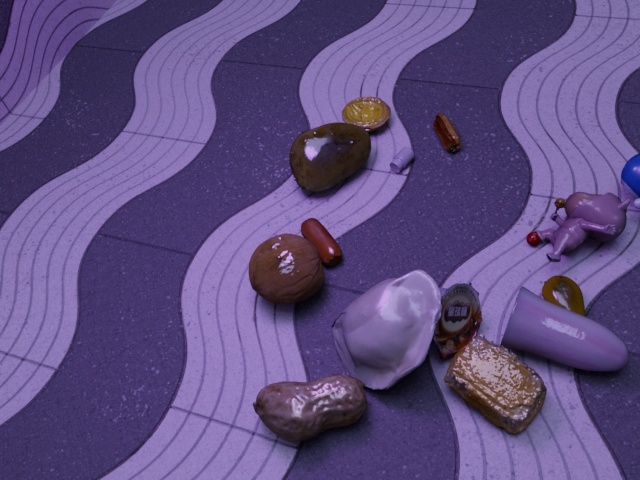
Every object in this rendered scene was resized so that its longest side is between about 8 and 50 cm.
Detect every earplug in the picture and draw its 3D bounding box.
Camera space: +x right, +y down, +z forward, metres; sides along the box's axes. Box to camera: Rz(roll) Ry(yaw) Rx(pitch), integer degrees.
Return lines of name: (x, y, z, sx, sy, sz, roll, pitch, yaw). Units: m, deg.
earplug: (0.638, 0.248, 1.692, 0.301, 0.172, 0.172, 19, 58, 18)

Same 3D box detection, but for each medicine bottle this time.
medicine bottle: (0.280, -0.277, 2.254, 0.052, 0.052, 0.089, 28, 62, 30)

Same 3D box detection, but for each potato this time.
potato: (0.033, -0.292, 2.231, 0.307, 0.173, 0.210, -25, 86, -17)

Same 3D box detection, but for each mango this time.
mango: (0.672, 0.168, 1.798, 0.103, 0.076, 0.161, -12, 58, -6)

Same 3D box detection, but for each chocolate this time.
chocolate: (0.328, 0.208, 1.797, 0.221, 0.221, 0.147, -47, 29, -24)

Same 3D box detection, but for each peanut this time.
peanut: (-0.024, 0.435, 1.684, 0.291, 0.143, 0.159, -8, 50, 2)

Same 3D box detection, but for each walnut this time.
walnut: (-0.103, 0.090, 1.945, 0.228, 0.228, 0.228, -6, 51, 7)

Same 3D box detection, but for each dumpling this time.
dumpling: (0.180, 0.245, 1.725, 0.341, 0.181, 0.260, -25, 60, 11)

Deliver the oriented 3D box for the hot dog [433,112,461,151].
hot dog: (0.445, -0.377, 2.292, 0.055, 0.072, 0.188, -2, 48, -18)

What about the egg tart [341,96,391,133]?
egg tart: (0.169, -0.455, 2.408, 0.191, 0.074, 0.191, -6, 49, 7)

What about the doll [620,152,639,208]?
doll: (1.014, -0.149, 1.948, 0.215, 0.161, 0.257, -19, 65, -21)

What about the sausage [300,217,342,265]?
sausage: (0.000, 0.000, 2.075, 0.076, 0.076, 0.197, -28, 50, -11)

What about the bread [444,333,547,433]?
bread: (0.443, 0.356, 1.647, 0.245, 0.121, 0.174, 35, 81, 17)

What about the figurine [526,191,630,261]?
figurine: (0.749, -0.053, 1.906, 0.287, 0.176, 0.186, -31, 76, 4)
